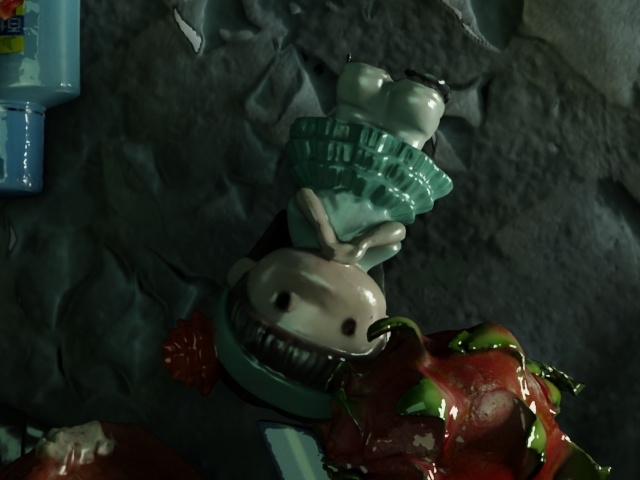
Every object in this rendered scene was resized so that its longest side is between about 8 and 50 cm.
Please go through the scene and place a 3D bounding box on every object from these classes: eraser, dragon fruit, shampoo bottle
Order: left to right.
[{"bbox_3d":[-0.215,-0.158,0.952,0.104,0.061,0.258,-1,84,10],"label":"shampoo bottle"},{"bbox_3d":[0.018,0.214,0.883,0.036,0.082,0.225,-23,82,-1],"label":"eraser"},{"bbox_3d":[0.097,0.115,0.826,0.135,0.236,0.137,-46,56,32],"label":"dragon fruit"}]

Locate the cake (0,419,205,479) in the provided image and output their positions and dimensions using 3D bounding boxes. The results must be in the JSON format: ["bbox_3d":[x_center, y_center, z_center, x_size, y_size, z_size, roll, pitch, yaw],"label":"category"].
[{"bbox_3d":[-0.110,0.231,0.809,0.283,0.177,0.151,40,131,-21],"label":"cake"}]

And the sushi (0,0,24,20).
[{"bbox_3d":[-0.311,-0.074,0.895,0.124,0.130,0.332,41,113,15],"label":"sushi"}]

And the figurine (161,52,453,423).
[{"bbox_3d":[0.000,0.000,0.898,0.138,0.110,0.245,20,81,9],"label":"figurine"}]

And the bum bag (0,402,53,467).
[{"bbox_3d":[-0.256,0.132,0.933,0.198,0.049,0.087,33,93,7],"label":"bum bag"}]
